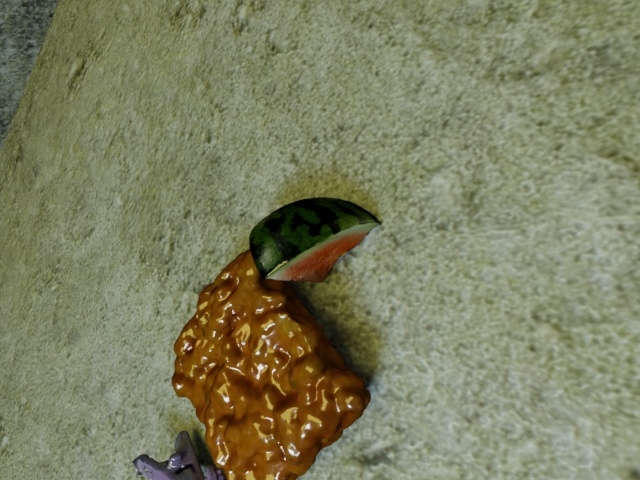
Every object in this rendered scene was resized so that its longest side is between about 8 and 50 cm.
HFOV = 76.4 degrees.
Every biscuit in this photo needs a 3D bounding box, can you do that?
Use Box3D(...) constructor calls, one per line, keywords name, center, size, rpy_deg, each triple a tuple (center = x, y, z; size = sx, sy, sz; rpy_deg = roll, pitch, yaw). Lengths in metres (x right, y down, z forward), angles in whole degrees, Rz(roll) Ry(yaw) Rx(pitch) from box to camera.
Box3D(name="biscuit", center=(-0.104, 0.208, 0.623), size=(0.312, 0.110, 0.318), rpy_deg=(48, 114, 29))

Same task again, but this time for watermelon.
Box3D(name="watermelon", center=(-0.009, -0.017, 0.608), size=(0.145, 0.137, 0.193), rpy_deg=(-45, 18, 21))

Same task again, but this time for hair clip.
Box3D(name="hair clip", center=(-0.194, 0.410, 0.665), size=(0.278, 0.090, 0.137), rpy_deg=(18, 115, 34))
